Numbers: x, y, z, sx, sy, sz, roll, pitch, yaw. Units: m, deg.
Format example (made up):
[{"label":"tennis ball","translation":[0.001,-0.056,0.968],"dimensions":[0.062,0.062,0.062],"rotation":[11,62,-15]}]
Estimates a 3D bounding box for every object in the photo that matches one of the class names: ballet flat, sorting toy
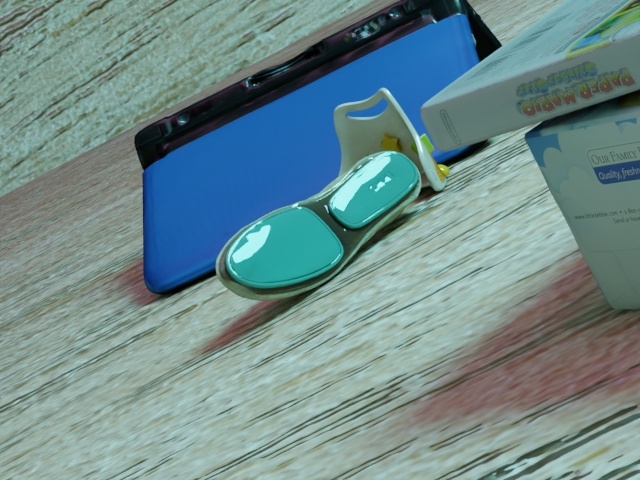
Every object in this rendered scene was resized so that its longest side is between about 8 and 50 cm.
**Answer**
[{"label":"ballet flat","translation":[0.000,0.000,0.995],"dimensions":[0.168,0.057,0.052],"rotation":[-31,-17,-33]},{"label":"sorting toy","translation":[0.043,-0.064,1.079],"dimensions":[0.083,0.075,0.045],"rotation":[-17,16,43]}]

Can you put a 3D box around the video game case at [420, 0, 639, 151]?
[{"label":"video game case","translation":[0.178,-0.115,0.657],"dimensions":[0.206,0.026,0.227],"rotation":[-16,15,47]}]

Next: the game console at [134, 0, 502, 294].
[{"label":"game console","translation":[0.014,-0.062,1.274],"dimensions":[0.293,0.173,0.250],"rotation":[-24,-20,15]}]

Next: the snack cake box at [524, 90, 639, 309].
[{"label":"snack cake box","translation":[0.233,-0.076,0.647],"dimensions":[0.264,0.089,0.152],"rotation":[-34,12,-27]}]
